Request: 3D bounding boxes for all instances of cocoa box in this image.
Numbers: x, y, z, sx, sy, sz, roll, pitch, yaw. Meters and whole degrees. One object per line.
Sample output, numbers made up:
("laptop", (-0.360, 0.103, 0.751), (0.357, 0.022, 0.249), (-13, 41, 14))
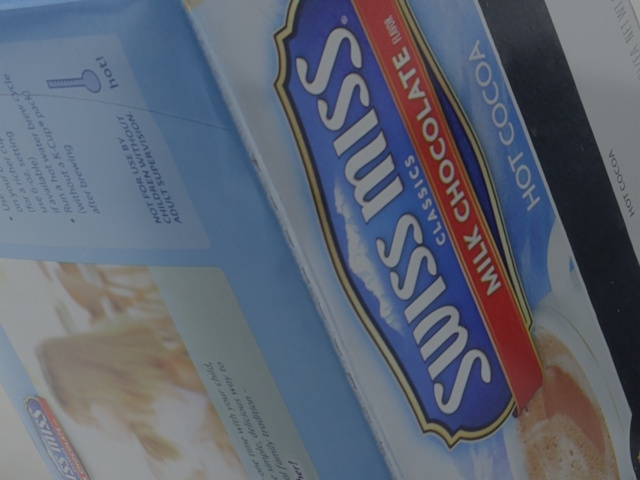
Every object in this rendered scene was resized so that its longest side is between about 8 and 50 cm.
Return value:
("cocoa box", (0.000, 0.000, 0.760), (0.231, 0.228, 0.347), (2, -55, 44))
